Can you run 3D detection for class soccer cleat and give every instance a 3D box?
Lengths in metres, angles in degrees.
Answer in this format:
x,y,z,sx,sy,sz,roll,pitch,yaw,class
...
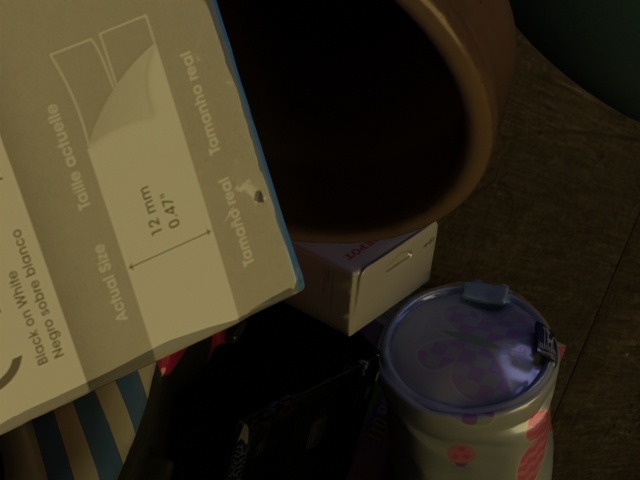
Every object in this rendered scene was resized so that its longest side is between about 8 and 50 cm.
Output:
x,y,z,sx,sy,sz,roll,pitch,yaw,class
-0.123,0.057,0.891,0.116,0.143,0.331,72,28,-57,soccer cleat

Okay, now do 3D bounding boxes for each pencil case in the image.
x,y,z,sx,sy,sz,roll,pitch,yaw,class
0.100,0.154,1.062,0.124,0.114,0.273,-86,172,-48,pencil case

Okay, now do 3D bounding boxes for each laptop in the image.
x,y,z,sx,sy,sz,roll,pitch,yaw,class
-0.062,0.158,0.987,0.264,0.137,0.234,-18,127,-61,laptop

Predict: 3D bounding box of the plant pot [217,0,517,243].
x,y,z,sx,sy,sz,roll,pitch,yaw,class
-0.013,-0.161,0.789,0.263,0.263,0.229,70,35,-51,plant pot

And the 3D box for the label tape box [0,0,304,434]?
x,y,z,sx,sy,sz,roll,pitch,yaw,class
-0.203,-0.033,0.531,0.348,0.115,0.249,-26,113,-23,label tape box

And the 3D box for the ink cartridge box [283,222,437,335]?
x,y,z,sx,sy,sz,roll,pitch,yaw,class
0.000,0.000,1.012,0.088,0.122,0.052,-32,137,-42,ink cartridge box

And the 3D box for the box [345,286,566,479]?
x,y,z,sx,sy,sz,roll,pitch,yaw,class
0.056,0.152,1.218,0.243,0.117,0.213,7,107,-58,box

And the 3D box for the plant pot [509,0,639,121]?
x,y,z,sx,sy,sz,roll,pitch,yaw,class
0.193,-0.241,1.027,0.195,0.290,0.290,20,97,-23,plant pot
